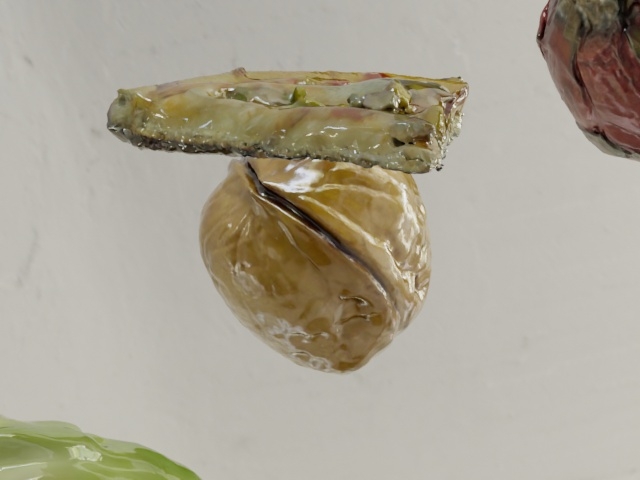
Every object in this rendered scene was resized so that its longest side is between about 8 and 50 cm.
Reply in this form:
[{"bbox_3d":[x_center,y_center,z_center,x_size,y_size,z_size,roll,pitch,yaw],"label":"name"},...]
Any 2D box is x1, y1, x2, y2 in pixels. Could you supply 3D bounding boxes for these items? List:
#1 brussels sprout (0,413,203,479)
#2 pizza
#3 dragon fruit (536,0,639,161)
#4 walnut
[{"bbox_3d":[-0.168,0.246,0.712,0.344,0.344,0.268,-14,-15,-21],"label":"brussels sprout"},{"bbox_3d":[-0.001,-0.056,0.653,0.185,0.176,0.036,-3,-78,-12],"label":"pizza"},{"bbox_3d":[0.375,-0.215,1.520,0.343,0.277,0.277,-4,-53,-43],"label":"dragon fruit"},{"bbox_3d":[0.000,0.000,0.908,0.144,0.144,0.180,-38,-38,1],"label":"walnut"}]
